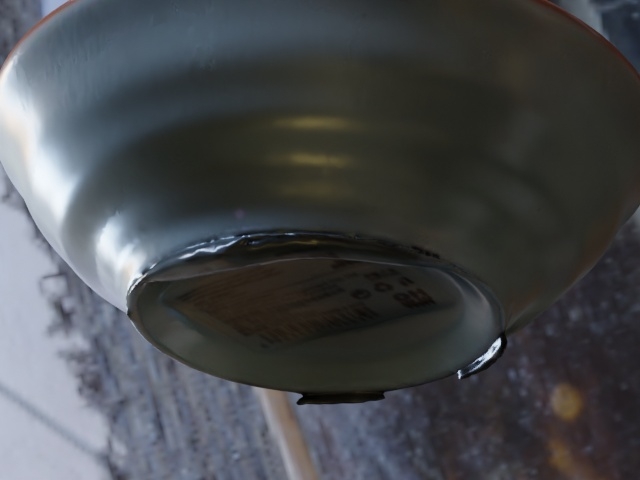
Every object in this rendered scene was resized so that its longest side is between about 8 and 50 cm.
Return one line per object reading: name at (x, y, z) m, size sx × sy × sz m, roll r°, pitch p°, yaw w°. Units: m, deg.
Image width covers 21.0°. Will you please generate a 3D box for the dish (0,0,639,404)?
dish at (0.000, 0.000, 0.659) m, size 0.260 × 0.260 × 0.085 m, roll -31°, pitch 46°, yaw 46°
